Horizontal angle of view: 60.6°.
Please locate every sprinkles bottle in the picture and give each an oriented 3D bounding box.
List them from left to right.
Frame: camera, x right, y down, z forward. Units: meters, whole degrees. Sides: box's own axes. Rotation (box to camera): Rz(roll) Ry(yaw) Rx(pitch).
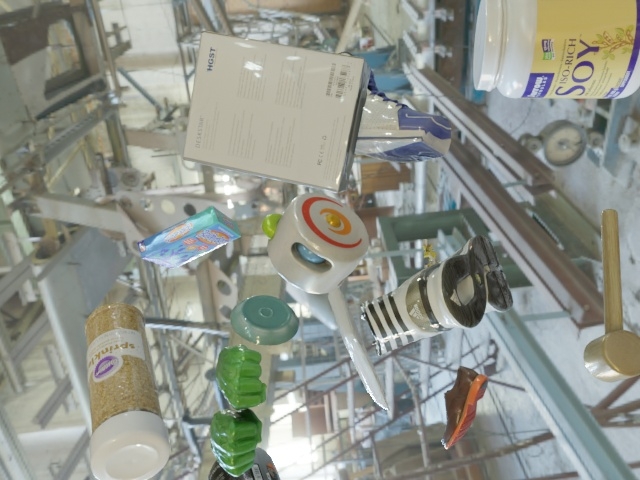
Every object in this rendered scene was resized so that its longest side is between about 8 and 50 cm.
[{"bbox_3d":[-0.358,0.259,0.992,0.355,0.121,0.121,-128,27,-52],"label":"sprinkles bottle"}]

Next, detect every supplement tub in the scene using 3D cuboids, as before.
[{"bbox_3d":[-0.184,0.748,1.499,0.338,0.206,0.207,-133,34,-61],"label":"supplement tub"},{"bbox_3d":[0.517,-0.434,1.198,0.241,0.330,0.241,2,-90,-81],"label":"supplement tub"}]

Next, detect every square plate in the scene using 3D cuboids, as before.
[{"bbox_3d":[0.108,0.319,1.748,0.344,0.049,0.348,-112,-1,-61],"label":"square plate"}]

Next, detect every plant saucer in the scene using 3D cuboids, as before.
[{"bbox_3d":[-0.093,0.129,0.934,0.119,0.119,0.021,-97,17,-56],"label":"plant saucer"}]

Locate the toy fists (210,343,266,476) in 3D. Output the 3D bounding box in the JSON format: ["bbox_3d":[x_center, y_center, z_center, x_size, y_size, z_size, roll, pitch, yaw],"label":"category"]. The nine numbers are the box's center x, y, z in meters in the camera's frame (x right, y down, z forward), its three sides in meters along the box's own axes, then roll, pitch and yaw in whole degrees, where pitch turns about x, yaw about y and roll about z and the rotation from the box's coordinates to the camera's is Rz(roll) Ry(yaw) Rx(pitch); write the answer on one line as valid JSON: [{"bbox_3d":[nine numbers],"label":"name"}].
[{"bbox_3d":[-0.179,0.372,1.213,0.142,0.096,0.280,-178,94,-68],"label":"toy fists"}]

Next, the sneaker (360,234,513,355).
[{"bbox_3d":[0.229,0.112,1.146,0.447,0.257,0.169,-6,-105,-58],"label":"sneaker"}]

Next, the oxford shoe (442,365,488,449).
[{"bbox_3d":[0.420,0.509,1.674,0.096,0.098,0.272,0,-66,-52],"label":"oxford shoe"}]

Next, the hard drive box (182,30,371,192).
[{"bbox_3d":[-0.061,-0.180,0.778,0.089,0.231,0.181,-35,-42,-76],"label":"hard drive box"}]

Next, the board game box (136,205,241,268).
[{"bbox_3d":[-0.323,-0.003,1.372,0.047,0.210,0.160,66,-174,17],"label":"board game box"}]

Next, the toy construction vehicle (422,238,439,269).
[{"bbox_3d":[0.293,0.050,1.439,0.098,0.035,0.086,67,-150,-31],"label":"toy construction vehicle"}]

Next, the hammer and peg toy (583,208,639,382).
[{"bbox_3d":[0.517,0.064,0.677,0.127,0.360,0.266,86,-179,-73],"label":"hammer and peg toy"}]

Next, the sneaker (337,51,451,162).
[{"bbox_3d":[0.074,-0.243,0.970,0.127,0.315,0.183,15,-95,-55],"label":"sneaker"}]

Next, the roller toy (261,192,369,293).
[{"bbox_3d":[0.000,0.000,1.152,0.146,0.209,0.191,-54,49,36],"label":"roller toy"}]
